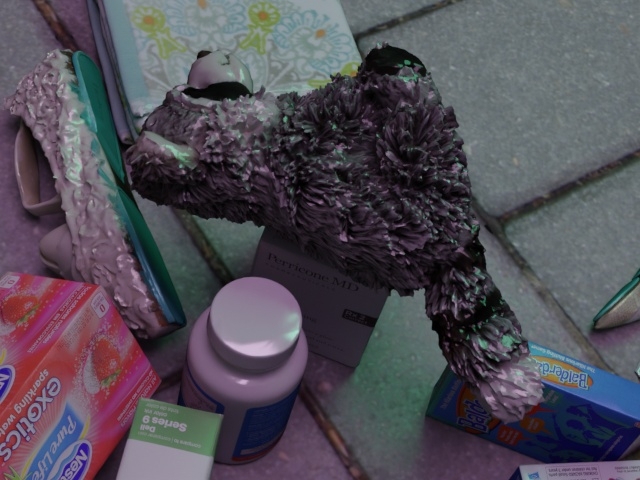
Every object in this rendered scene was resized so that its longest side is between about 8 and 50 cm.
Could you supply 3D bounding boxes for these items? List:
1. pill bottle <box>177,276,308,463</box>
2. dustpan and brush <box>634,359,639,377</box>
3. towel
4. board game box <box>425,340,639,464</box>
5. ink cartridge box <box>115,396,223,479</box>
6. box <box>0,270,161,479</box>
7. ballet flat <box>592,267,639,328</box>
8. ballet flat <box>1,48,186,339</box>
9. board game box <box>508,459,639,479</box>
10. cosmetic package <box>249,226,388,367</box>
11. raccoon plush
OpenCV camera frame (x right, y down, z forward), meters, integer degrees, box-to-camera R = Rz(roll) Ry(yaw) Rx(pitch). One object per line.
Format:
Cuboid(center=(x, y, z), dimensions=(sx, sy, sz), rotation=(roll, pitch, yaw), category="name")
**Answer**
Cuboid(center=(-0.079, 0.133, 1.388), dimensions=(0.124, 0.221, 0.124), rotation=(6, 56, -9), category="pill bottle")
Cuboid(center=(0.500, 0.147, 1.595), dimensions=(0.211, 0.060, 0.147), rotation=(30, 56, 11), category="dustpan and brush")
Cuboid(center=(-0.128, -0.275, 1.730), dimensions=(0.320, 0.090, 0.374), rotation=(-6, 59, -19), category="towel")
Cuboid(center=(0.235, 0.177, 1.464), dimensions=(0.210, 0.160, 0.047), rotation=(21, 56, 3), category="board game box")
Cuboid(center=(-0.165, 0.285, 1.310), dimensions=(0.093, 0.154, 0.212), rotation=(13, 56, -4), category="ink cartridge box")
Cuboid(center=(-0.312, 0.191, 1.317), dimensions=(0.142, 0.154, 0.300), rotation=(6, 47, 35), category="box")
Cuboid(center=(0.396, 0.063, 1.637), dimensions=(0.052, 0.057, 0.168), rotation=(44, 59, 6), category="ballet flat")
Cuboid(center=(-0.268, -0.038, 1.537), dimensions=(0.147, 0.147, 0.409), rotation=(-11, 57, -19), category="ballet flat")
Cuboid(center=(0.385, 0.354, 1.429), dimensions=(0.347, 0.078, 0.233), rotation=(0, 57, -12), category="board game box")
Cuboid(center=(0.010, 0.017, 1.505), dimensions=(0.151, 0.183, 0.151), rotation=(19, 55, 1), category="cosmetic package")
Cuboid(center=(0.000, 0.000, 1.293), dimensions=(0.299, 0.216, 0.446), rotation=(-20, 64, -13), category="raccoon plush")
